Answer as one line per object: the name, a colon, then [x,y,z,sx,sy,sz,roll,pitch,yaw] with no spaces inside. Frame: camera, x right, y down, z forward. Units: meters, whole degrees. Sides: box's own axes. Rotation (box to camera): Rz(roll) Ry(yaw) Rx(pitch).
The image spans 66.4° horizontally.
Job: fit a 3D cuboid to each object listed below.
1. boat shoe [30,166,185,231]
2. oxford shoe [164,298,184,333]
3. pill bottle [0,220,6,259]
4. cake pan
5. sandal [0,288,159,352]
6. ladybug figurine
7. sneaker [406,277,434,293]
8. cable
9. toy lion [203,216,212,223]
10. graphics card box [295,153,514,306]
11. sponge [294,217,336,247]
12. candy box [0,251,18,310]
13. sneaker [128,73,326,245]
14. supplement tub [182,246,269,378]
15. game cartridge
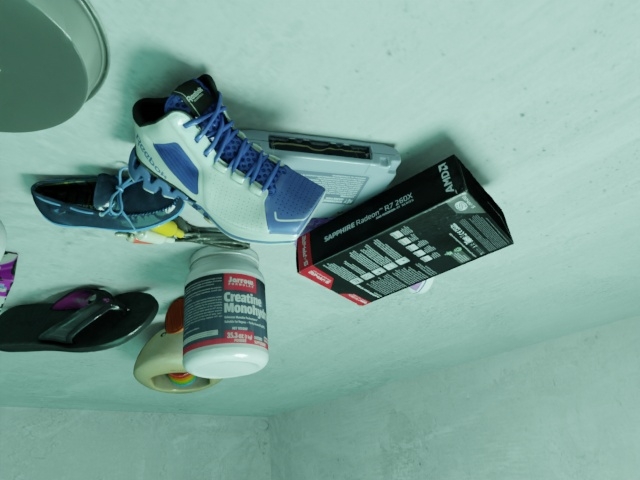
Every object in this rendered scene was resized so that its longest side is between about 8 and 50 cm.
boat shoe: [-0.371,-0.066,0.849,0.258,0.109,0.089,-8,149,-2]
oxford shoe: [-0.345,0.204,1.382,0.271,0.097,0.098,-28,151,35]
pill bottle: [-0.648,-0.059,0.696,0.204,0.204,0.361,-8,153,3]
cake pan: [-0.409,-0.232,0.580,0.292,0.054,0.293,-5,152,-3]
sandal: [-0.644,0.200,1.248,0.444,0.168,0.107,-8,135,2]
ladybug figurine: [-0.466,0.403,1.654,0.304,0.162,0.449,1,151,-15]
sneaker: [0.201,0.035,1.186,0.160,0.102,0.282,-1,141,-4]
cable: [-0.286,0.001,1.030,0.139,0.072,0.287,-21,150,37]
toy lion: [-0.225,-0.074,0.914,0.096,0.034,0.100,40,166,-14]
graphics card box: [0.162,0.001,0.977,0.370,0.094,0.232,-27,140,30]
sponge: [0.000,0.000,1.133,0.117,0.031,0.210,-10,152,7]
candy box: [-0.786,0.091,1.092,0.159,0.071,0.233,15,145,-35]
sneaker: [-0.148,-0.122,0.697,0.315,0.128,0.182,22,143,7]
supplement tub: [-0.221,0.166,1.140,0.190,0.273,0.191,-5,153,-3]
game cartridge: [-0.025,-0.111,0.897,0.293,0.060,0.196,3,147,-18]
